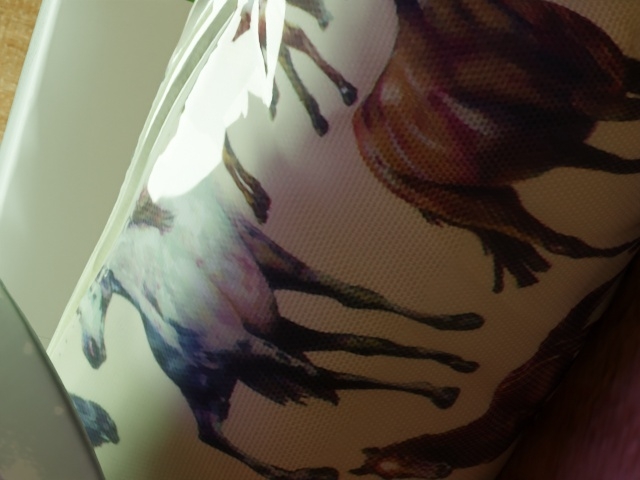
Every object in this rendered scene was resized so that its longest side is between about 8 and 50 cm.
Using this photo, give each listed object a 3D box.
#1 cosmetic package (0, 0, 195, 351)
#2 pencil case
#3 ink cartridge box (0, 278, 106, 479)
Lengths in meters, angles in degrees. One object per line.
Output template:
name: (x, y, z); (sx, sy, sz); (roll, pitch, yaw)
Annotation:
cosmetic package: (-0.079, -0.011, 1.028); (0.155, 0.197, 0.366); (119, 162, -47)
pencil case: (0.000, 0.000, 0.628); (0.160, 0.183, 0.410); (-103, 29, -41)
ink cartridge box: (-0.133, 0.148, 0.675); (0.091, 0.385, 0.308); (-51, -10, -50)
